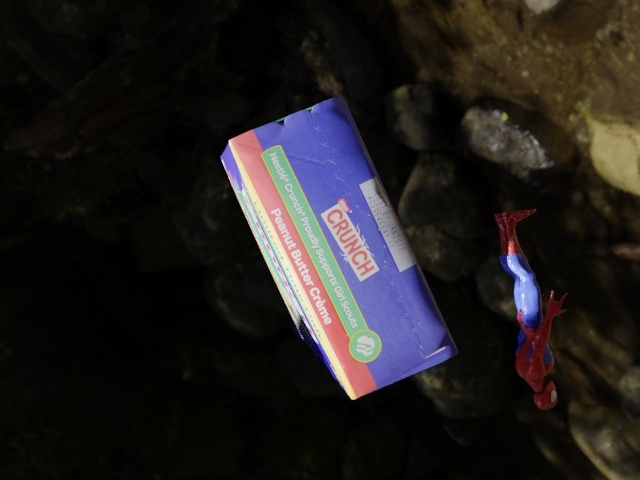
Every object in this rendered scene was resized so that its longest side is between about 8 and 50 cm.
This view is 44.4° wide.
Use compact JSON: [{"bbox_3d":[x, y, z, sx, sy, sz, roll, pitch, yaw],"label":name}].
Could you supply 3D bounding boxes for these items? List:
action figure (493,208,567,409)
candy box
[{"bbox_3d":[0.122,0.040,0.453,0.038,0.030,0.115,162,102,-86],"label":"action figure"},{"bbox_3d":[0.000,0.000,0.854,0.268,0.122,0.317,66,172,-7],"label":"candy box"}]
